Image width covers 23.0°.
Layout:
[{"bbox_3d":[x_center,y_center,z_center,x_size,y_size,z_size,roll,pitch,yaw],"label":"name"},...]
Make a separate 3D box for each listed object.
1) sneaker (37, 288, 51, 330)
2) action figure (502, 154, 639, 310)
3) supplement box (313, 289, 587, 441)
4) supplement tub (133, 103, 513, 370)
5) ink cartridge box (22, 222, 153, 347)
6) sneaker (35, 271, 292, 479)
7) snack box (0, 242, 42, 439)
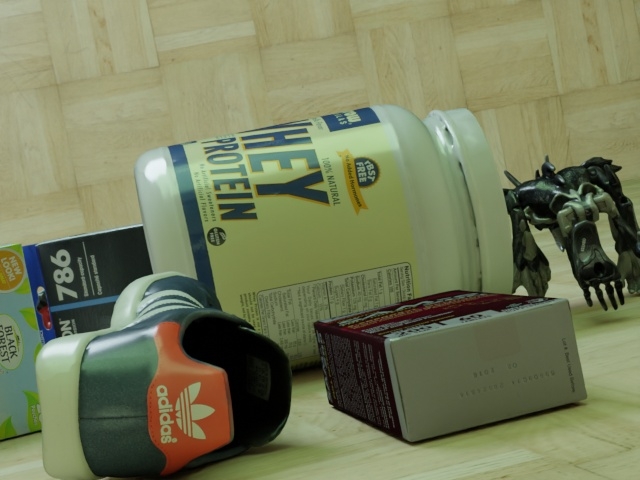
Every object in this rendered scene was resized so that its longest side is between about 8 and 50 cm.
[{"bbox_3d":[-0.395,0.124,1.973,0.125,0.104,0.262,-12,2,35],"label":"sneaker"},{"bbox_3d":[0.254,0.001,1.548,0.164,0.140,0.275,-13,19,-7],"label":"action figure"},{"bbox_3d":[0.085,0.084,1.139,0.130,0.073,0.239,-12,2,-13],"label":"supplement box"},{"bbox_3d":[0.000,0.000,1.509,0.325,0.235,0.235,-12,3,-7],"label":"supplement tub"},{"bbox_3d":[-0.215,0.064,1.817,0.333,0.165,0.065,-11,4,23],"label":"ink cartridge box"},{"bbox_3d":[-0.086,0.098,1.155,0.148,0.131,0.350,-4,9,9],"label":"sneaker"},{"bbox_3d":[-0.357,0.105,1.417,0.207,0.174,0.070,-13,4,-23],"label":"snack box"}]
